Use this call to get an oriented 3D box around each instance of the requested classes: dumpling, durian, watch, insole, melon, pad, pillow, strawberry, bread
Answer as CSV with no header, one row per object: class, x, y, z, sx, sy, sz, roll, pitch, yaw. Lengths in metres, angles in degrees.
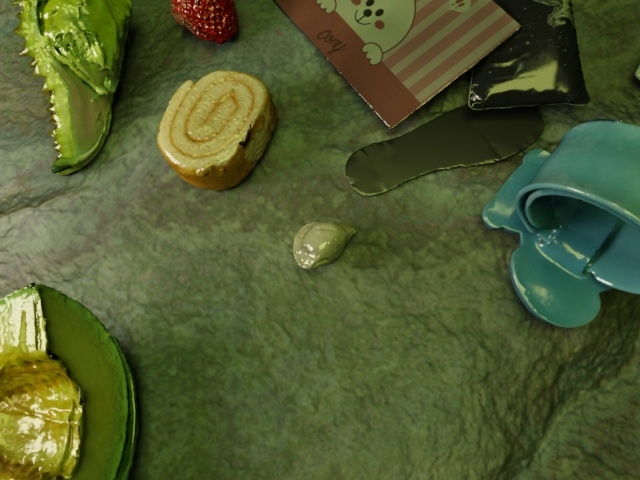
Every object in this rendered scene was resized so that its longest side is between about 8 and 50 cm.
dumpling,-0.001,0.000,0.652,0.059,0.043,0.077,37,84,35
durian,-0.310,-0.269,0.714,0.132,0.106,0.375,3,80,0
watch,0.279,-0.029,0.557,0.211,0.193,0.211,-1,75,2
insole,0.152,-0.118,0.688,0.253,0.005,0.086,-18,74,-1
melon,-0.300,0.191,0.591,0.169,0.129,0.265,-14,77,24
pad,0.077,-0.306,0.715,0.202,0.005,0.300,-38,71,3
pillow,0.250,-0.258,0.690,0.141,0.055,0.208,-2,75,10
strawberry,-0.149,-0.303,0.725,0.096,0.083,0.083,43,81,-22
bread,-0.128,-0.140,0.680,0.122,0.073,0.149,26,79,12

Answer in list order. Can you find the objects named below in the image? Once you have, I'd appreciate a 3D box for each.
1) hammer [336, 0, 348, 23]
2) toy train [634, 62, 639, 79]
hammer,0.057,-0.427,0.768,0.058,0.029,0.292,10,78,9
toy train,0.457,-0.272,0.683,0.043,0.047,0.207,35,79,13
